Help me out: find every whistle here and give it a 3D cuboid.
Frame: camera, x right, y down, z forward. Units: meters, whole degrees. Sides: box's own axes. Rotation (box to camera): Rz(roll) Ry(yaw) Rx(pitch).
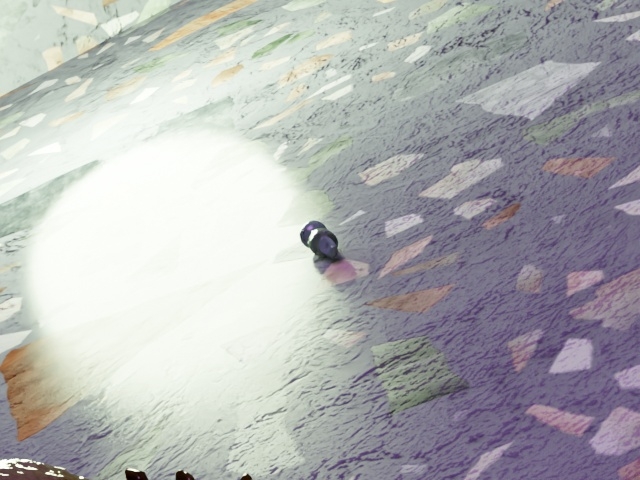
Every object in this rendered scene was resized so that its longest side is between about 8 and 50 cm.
[{"bbox_3d":[0.000,0.000,2.065,0.035,0.035,0.100,-28,22,-9],"label":"whistle"}]

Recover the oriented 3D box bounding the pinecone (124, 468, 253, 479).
[{"bbox_3d":[-0.111,0.273,1.302,0.229,0.201,0.202,-59,0,-7],"label":"pinecone"}]

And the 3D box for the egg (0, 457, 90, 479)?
[{"bbox_3d":[-0.269,0.281,1.470,0.233,0.195,0.195,-19,17,-20],"label":"egg"}]
